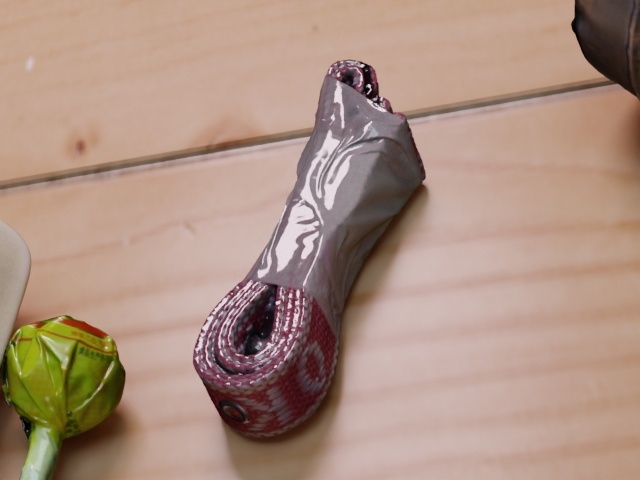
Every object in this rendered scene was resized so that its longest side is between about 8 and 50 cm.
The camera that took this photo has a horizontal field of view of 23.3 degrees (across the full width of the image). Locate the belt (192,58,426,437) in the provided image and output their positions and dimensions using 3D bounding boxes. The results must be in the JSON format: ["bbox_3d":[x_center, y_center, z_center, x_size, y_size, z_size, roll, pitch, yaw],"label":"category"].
[{"bbox_3d":[0.000,0.000,0.825,0.071,0.053,0.232,3,50,24],"label":"belt"}]

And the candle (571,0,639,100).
[{"bbox_3d":[0.289,-0.097,0.760,0.187,0.187,0.330,-38,54,-20],"label":"candle"}]

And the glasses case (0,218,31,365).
[{"bbox_3d":[-0.238,0.098,0.732,0.070,0.131,0.313,-27,39,37],"label":"glasses case"}]

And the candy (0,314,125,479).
[{"bbox_3d":[-0.141,0.125,0.754,0.062,0.058,0.194,7,60,5],"label":"candy"}]
